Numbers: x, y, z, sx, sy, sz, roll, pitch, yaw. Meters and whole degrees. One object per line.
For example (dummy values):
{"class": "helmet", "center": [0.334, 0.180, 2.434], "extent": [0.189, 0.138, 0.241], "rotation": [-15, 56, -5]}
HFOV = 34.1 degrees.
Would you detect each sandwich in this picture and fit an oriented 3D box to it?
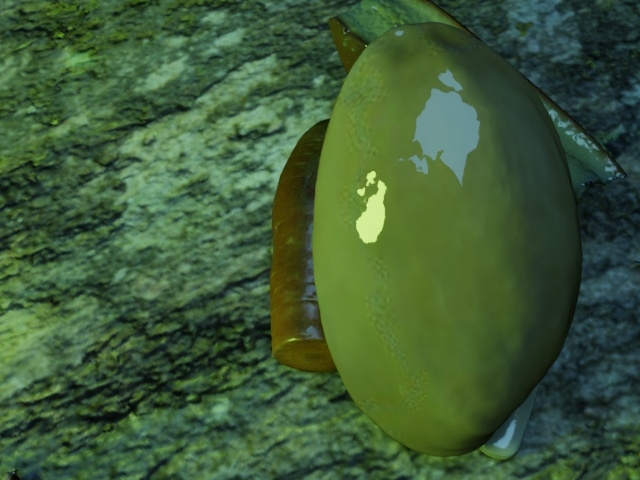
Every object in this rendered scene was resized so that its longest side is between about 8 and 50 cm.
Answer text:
{"class": "sandwich", "center": [0.117, -0.099, 0.835], "extent": [0.094, 0.096, 0.258], "rotation": [-34, 65, -22]}

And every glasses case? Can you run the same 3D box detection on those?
{"class": "glasses case", "center": [0.137, 0.118, 0.755], "extent": [0.032, 0.021, 0.083], "rotation": [17, 63, 13]}

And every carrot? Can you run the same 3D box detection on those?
{"class": "carrot", "center": [0.000, 0.000, 0.790], "extent": [0.087, 0.087, 0.193], "rotation": [10, 65, 7]}

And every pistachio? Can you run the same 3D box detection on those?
{"class": "pistachio", "center": [0.084, 0.002, 0.703], "extent": [0.181, 0.162, 0.293], "rotation": [-7, 98, -2]}

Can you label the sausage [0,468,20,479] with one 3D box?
{"class": "sausage", "center": [-0.231, 0.205, 0.719], "extent": [0.015, 0.015, 0.100], "rotation": [14, 63, 9]}
